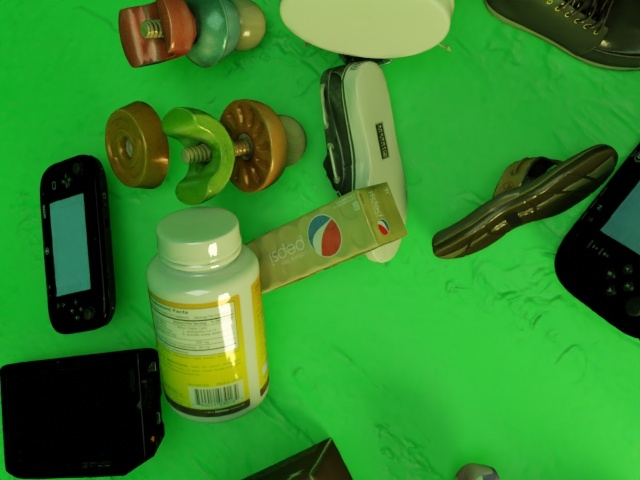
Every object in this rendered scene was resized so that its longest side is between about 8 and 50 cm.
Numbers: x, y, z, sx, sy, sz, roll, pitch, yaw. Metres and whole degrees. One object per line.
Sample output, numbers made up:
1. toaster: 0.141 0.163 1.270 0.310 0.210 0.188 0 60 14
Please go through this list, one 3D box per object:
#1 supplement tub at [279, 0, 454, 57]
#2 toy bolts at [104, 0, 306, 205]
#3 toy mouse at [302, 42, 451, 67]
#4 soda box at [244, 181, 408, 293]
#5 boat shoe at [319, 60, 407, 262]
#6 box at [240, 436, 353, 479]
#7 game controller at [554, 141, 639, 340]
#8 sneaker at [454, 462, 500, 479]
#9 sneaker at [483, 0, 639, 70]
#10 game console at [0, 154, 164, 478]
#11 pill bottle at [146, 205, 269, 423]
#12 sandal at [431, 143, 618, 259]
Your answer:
1. supplement tub: 0.059 -0.342 0.870 0.191 0.191 0.272 6 78 8
2. toy bolts: -0.130 -0.165 0.977 0.218 0.158 0.229 2 103 48
3. toy mouse: 0.046 -0.245 0.976 0.143 0.031 0.161 -28 86 7
4. soda box: 0.000 0.000 0.928 0.181 0.058 0.061 -24 86 40
5. boat shoe: 0.044 -0.085 0.963 0.070 0.077 0.219 0 100 40
6. box: -0.025 0.350 0.922 0.168 0.167 0.203 -27 87 8
7. game controller: 0.378 -0.052 0.881 0.319 0.067 0.166 -52 49 6
8. sneaker: 0.183 0.356 0.936 0.104 0.095 0.237 3 96 1
9. sneaker: 0.275 -0.239 0.899 0.222 0.118 0.083 19 93 8
10. game console: -0.285 0.087 0.995 0.213 0.044 0.362 -10 81 27
11. pill bottle: -0.119 0.077 0.920 0.117 0.117 0.215 2 118 8
12. sandal: 0.213 -0.050 0.939 0.219 0.090 0.060 -30 64 14
